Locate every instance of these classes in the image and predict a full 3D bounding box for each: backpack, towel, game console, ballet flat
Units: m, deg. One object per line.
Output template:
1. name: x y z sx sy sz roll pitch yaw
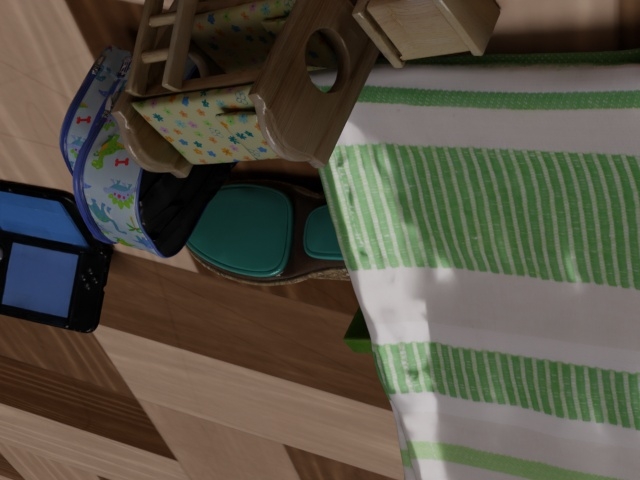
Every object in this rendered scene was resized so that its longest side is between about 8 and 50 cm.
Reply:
1. backpack: -0.101 -0.052 0.826 0.084 0.114 0.105 14 153 21
2. towel: 0.116 0.057 0.749 0.248 0.038 0.324 4 116 41
3. game console: -0.235 0.012 1.117 0.122 0.107 0.071 10 179 28
4. ballet flat: 0.000 0.000 0.899 0.206 0.073 0.067 6 172 41

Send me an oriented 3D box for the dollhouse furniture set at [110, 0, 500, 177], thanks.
1. dollhouse furniture set: -0.042 -0.113 0.675 0.182 0.101 0.161 -2 144 43

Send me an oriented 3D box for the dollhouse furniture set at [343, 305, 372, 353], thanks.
1. dollhouse furniture set: 0.084 0.087 0.995 0.076 0.058 0.151 0 145 41
